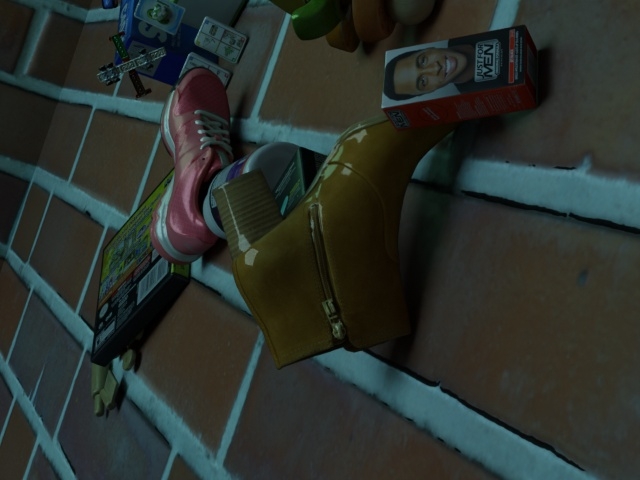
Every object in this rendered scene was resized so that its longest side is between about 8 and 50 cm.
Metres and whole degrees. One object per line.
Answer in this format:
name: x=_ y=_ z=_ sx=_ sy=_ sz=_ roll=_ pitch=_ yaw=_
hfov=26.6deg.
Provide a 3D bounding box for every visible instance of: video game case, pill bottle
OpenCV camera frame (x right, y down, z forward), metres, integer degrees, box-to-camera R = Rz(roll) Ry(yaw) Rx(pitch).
video game case: x=-0.293 y=0.039 z=2.233 sx=0.275 sy=0.035 sz=0.248 roll=-44 pitch=34 yaw=38
pill bottle: x=-0.082 y=-0.055 z=1.736 sx=0.193 sy=0.108 sz=0.108 roll=-22 pitch=53 yaw=63

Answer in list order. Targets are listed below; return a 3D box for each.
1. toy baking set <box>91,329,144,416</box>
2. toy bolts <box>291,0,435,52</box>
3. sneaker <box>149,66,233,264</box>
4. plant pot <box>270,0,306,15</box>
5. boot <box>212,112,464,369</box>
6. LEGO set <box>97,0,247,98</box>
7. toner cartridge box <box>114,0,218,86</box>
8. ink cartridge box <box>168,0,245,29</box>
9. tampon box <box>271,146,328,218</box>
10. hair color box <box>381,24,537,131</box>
toy baking set: x=-0.338 y=0.171 z=2.291 sx=0.196 sy=0.030 sz=0.256 roll=-54 pitch=30 yaw=30
toy bolts: x=0.078 y=-0.335 z=1.614 sx=0.218 sy=0.158 sz=0.228 roll=22 pitch=-107 yaw=-72
sneaker: x=-0.166 y=-0.121 z=2.032 sx=0.136 sy=0.116 sz=0.313 roll=-19 pitch=62 yaw=51
plant pot: x=-0.036 y=-0.448 z=1.836 sx=0.212 sy=0.187 sz=0.212 roll=-23 pitch=53 yaw=63
boot: x=0.054 y=-0.006 z=1.357 sx=0.104 sy=0.295 sz=0.211 roll=113 pitch=133 yaw=-82
LEGO set: x=-0.262 y=-0.311 z=2.230 sx=0.060 sy=0.244 sz=0.182 roll=-68 pitch=3 yaw=-70
toner cartridge box: x=-0.268 y=-0.422 z=2.409 sx=0.075 sy=0.165 sz=0.347 roll=-51 pitch=30 yaw=39
ink cartridge box: x=-0.175 y=-0.518 z=2.325 sx=0.201 sy=0.117 sz=0.278 roll=-55 pitch=26 yaw=36
tampon box: x=0.000 y=0.000 z=1.502 sx=0.120 sy=0.101 sz=0.161 roll=-56 pitch=25 yaw=34
hair color box: x=0.132 y=-0.153 z=1.283 sx=0.141 sy=0.043 sz=0.072 roll=-9 pitch=58 yaw=23
